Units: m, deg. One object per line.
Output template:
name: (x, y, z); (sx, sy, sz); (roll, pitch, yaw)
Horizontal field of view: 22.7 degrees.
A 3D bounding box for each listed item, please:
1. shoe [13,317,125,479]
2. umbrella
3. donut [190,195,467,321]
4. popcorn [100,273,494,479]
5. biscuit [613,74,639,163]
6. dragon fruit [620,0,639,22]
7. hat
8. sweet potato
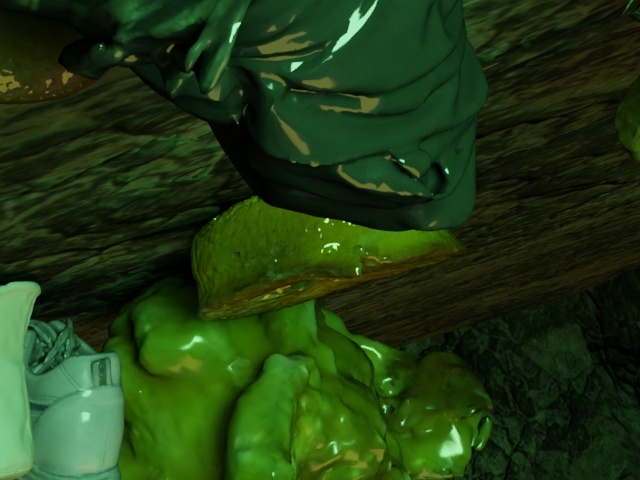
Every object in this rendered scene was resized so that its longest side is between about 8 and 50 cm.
shoe: (-0.223, 0.113, 1.194); (0.095, 0.138, 0.245); (1, -162, -41)
umbrella: (-0.018, -0.072, 0.390); (0.110, 0.122, 0.272); (-43, 158, 12)
donut: (-0.001, -0.001, 1.092); (0.190, 0.075, 0.174); (-19, 175, 34)
popcorn: (-0.050, 0.175, 1.265); (0.290, 0.326, 0.321); (-20, -179, 34)
biscuit: (0.262, -0.102, 0.681); (0.290, 0.041, 0.208); (-26, -153, 26)
dragon fruit: (0.192, -0.114, 0.607); (0.142, 0.121, 0.130); (7, 134, -6)
hat: (-0.263, 0.112, 1.066); (0.203, 0.126, 0.203); (-18, 171, -3)
sweet potato: (-0.103, -0.064, 0.527); (0.179, 0.044, 0.044); (-14, 171, -27)
